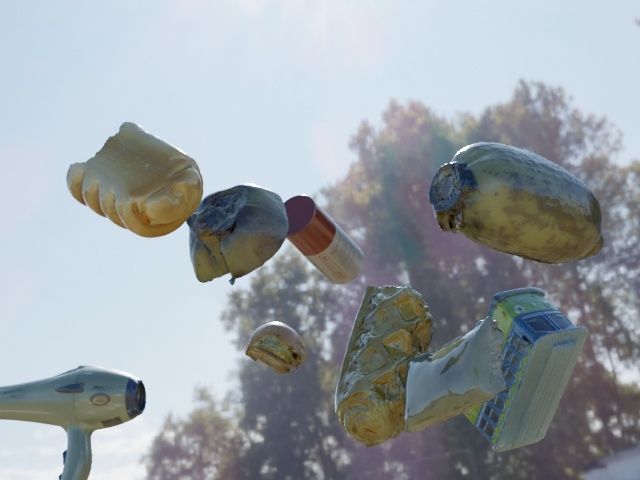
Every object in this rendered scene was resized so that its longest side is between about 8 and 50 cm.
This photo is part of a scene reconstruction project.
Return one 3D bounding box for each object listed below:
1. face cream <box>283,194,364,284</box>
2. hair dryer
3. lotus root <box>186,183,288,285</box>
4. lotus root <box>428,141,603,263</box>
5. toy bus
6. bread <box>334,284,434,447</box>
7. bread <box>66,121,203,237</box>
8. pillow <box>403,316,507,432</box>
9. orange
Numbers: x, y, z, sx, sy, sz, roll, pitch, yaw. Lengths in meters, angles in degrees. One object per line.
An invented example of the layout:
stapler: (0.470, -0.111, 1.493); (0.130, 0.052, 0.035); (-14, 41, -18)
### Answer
face cream: (0.000, 0.000, 1.817); (0.095, 0.096, 0.214); (-18, -37, 22)
hair dryer: (-0.486, 0.341, 1.575); (0.295, 0.298, 0.119); (14, -28, 17)
lotus root: (-0.151, -0.026, 1.467); (0.183, 0.204, 0.078); (-31, -49, 11)
lotus root: (0.315, -0.050, 1.349); (0.309, 0.173, 0.173); (16, -29, -27)
toy bus: (0.423, 0.274, 1.923); (0.151, 0.190, 0.312); (-5, -57, -30)
bread: (0.102, 0.204, 1.450); (0.129, 0.268, 0.152); (13, -34, 10)
bread: (-0.213, -0.066, 1.042); (0.119, 0.177, 0.084); (-39, -40, -27)
pillow: (0.178, 0.186, 1.218); (0.053, 0.119, 0.208); (27, -38, -19)
orange: (-0.103, 0.251, 2.139); (0.169, 0.112, 0.160); (-3, -35, 32)
